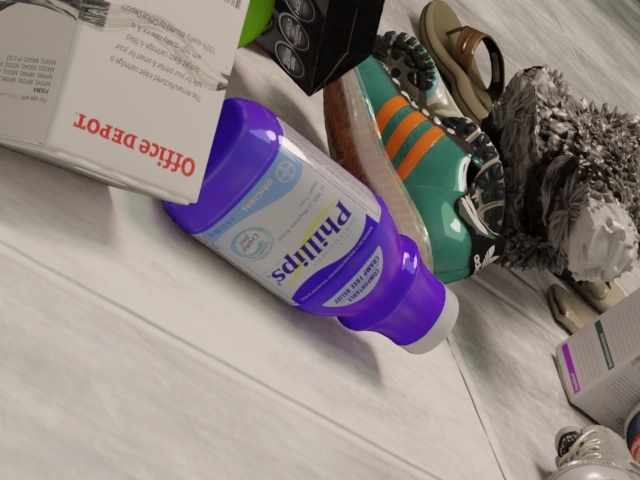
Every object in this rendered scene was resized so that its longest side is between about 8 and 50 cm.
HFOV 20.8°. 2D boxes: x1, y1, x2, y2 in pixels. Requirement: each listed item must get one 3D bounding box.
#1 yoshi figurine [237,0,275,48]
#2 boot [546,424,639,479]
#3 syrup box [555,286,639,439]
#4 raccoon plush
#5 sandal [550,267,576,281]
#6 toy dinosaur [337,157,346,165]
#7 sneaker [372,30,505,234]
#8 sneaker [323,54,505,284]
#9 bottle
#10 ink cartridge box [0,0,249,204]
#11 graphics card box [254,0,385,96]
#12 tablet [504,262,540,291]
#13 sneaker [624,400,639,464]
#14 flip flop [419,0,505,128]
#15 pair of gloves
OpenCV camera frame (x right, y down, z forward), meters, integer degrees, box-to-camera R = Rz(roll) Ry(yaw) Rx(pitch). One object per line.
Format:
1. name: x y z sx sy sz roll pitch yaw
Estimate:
1. yoshi figurine: -0.140 -0.230 1.493 0.203 0.203 0.362 65 18 -2
2. boot: 0.247 0.226 1.623 0.258 0.095 0.123 36 16 -54
3. syrup box: 0.376 0.103 1.873 0.093 0.237 0.096 38 27 -30
4. raccoon plush: 0.341 -0.013 1.899 0.299 0.216 0.446 13 29 -16
5. sandal: 0.277 -0.028 2.154 0.254 0.097 0.054 -106 -172 -50
6. toy dinosaur: 0.015 -0.018 1.634 0.092 0.053 0.183 51 15 -52
7. sneaker: 0.135 -0.097 1.927 0.122 0.110 0.283 53 14 -65
8. sneaker: 0.087 -0.080 1.726 0.121 0.108 0.302 -10 57 -16
9. bottle: 0.000 0.000 1.445 0.283 0.118 0.092 38 13 -31
10. ink cartridge box: -0.145 -0.162 1.265 0.100 0.237 0.172 10 -6 37
11. graphics card box: -0.085 -0.339 1.664 0.371 0.094 0.233 46 -26 16
12. tablet: 0.225 0.023 2.041 0.083 0.006 0.054 37 23 -32
13. sneaker: 0.448 0.316 1.831 0.350 0.131 0.148 40 28 -8
14. flip flop: 0.212 -0.234 2.369 0.112 0.080 0.277 34 25 -37
15. pair of gloves: 0.354 0.092 2.138 0.204 0.042 0.240 43 21 -17
